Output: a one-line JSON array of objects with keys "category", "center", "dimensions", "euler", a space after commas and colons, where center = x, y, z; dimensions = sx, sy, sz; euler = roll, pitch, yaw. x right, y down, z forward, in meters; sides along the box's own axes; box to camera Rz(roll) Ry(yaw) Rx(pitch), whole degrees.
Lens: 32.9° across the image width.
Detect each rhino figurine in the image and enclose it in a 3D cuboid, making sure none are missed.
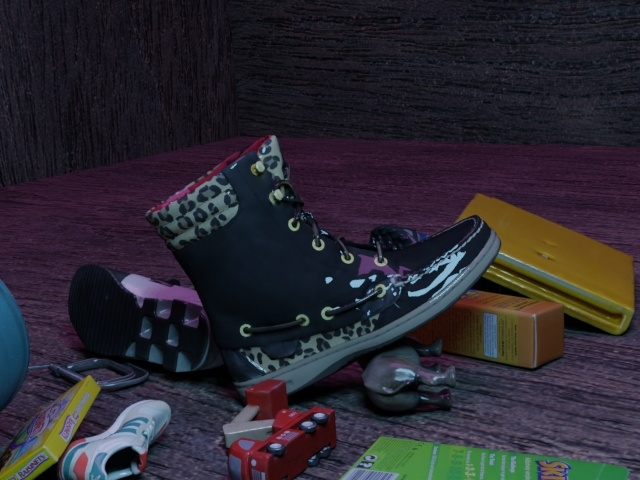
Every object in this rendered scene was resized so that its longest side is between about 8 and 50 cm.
[{"category": "rhino figurine", "center": [0.099, 0.152, 1.352], "dimensions": [0.106, 0.073, 0.243], "euler": [-1, 11, -2]}]

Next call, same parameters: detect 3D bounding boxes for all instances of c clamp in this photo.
[{"category": "c clamp", "center": [-0.315, 0.182, 1.464], "dimensions": [0.137, 0.022, 0.161], "euler": [-8, 11, -42]}]

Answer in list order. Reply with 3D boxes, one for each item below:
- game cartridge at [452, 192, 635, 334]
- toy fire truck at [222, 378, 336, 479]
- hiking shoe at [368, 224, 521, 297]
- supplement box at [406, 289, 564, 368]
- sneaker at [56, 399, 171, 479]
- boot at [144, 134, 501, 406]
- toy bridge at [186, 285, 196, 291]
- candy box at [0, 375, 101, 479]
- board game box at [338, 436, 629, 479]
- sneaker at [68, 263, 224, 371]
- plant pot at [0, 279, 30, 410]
[{"category": "game cartridge", "center": [0.343, 0.026, 1.670], "dimensions": [0.285, 0.052, 0.324], "euler": [24, 17, 10]}, {"category": "toy fire truck", "center": [-0.058, 0.211, 1.187], "dimensions": [0.135, 0.047, 0.192], "euler": [3, 15, 31]}, {"category": "hiking shoe", "center": [0.201, 0.049, 1.751], "dimensions": [0.132, 0.113, 0.304], "euler": [-2, 18, -39]}, {"category": "supplement box", "center": [0.213, 0.113, 1.481], "dimensions": [0.233, 0.080, 0.078], "euler": [5, 13, 42]}, {"category": "sneaker", "center": [-0.203, 0.224, 1.166], "dimensions": [0.075, 0.057, 0.161], "euler": [11, 21, 33]}, {"category": "boot", "center": [0.000, 0.000, 1.318], "dimensions": [0.377, 0.284, 0.138], "euler": [-30, 10, 7]}, {"category": "toy bridge", "center": [-0.170, 0.093, 1.713], "dimensions": [0.026, 0.063, 0.188], "euler": [-14, 17, -39]}, {"category": "candy box", "center": [-0.304, 0.217, 1.169], "dimensions": [0.105, 0.027, 0.206], "euler": [-34, 10, 8]}, {"category": "board game box", "center": [0.155, 0.237, 1.036], "dimensions": [0.260, 0.039, 0.124], "euler": [-1, 13, 26]}, {"category": "sneaker", "center": [-0.225, 0.116, 1.536], "dimensions": [0.331, 0.122, 0.146], "euler": [18, 7, 39]}, {"category": "plant pot", "center": [-0.471, 0.162, 1.108], "dimensions": [0.272, 0.271, 0.255], "euler": [-2, 28, 7]}]
